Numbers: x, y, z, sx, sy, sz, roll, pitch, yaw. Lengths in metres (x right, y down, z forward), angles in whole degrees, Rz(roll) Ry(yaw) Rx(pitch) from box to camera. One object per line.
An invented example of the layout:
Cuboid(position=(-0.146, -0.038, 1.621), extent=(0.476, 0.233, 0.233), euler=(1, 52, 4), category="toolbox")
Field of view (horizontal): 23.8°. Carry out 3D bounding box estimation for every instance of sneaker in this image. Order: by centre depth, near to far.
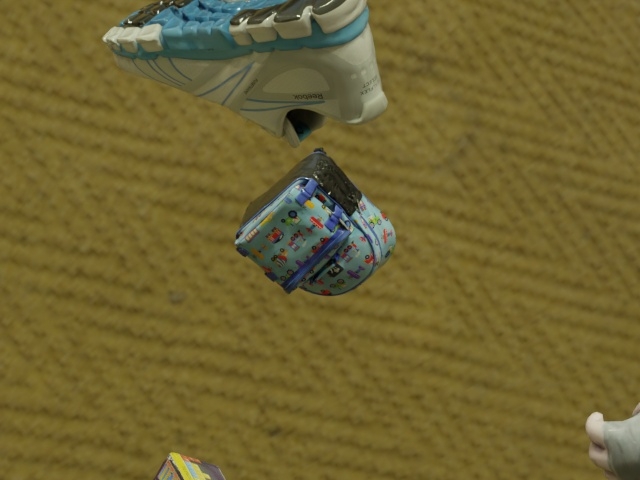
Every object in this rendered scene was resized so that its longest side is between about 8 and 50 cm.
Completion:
Cuboid(position=(-0.039, -0.084, 0.752), extent=(0.071, 0.190, 0.083), euler=(-39, 118, -27), category="sneaker")

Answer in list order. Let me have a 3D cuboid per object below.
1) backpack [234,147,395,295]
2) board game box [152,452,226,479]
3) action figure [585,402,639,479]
Cuboid(position=(0.000, 0.000, 1.890), extent=(0.173, 0.158, 0.117), euler=(44, 30, -14), category="backpack")
Cuboid(position=(-0.095, 0.252, 1.059), extent=(0.048, 0.170, 0.141), euler=(24, 103, -30), category="board game box")
Cuboid(position=(0.235, 0.124, 0.538), extent=(0.370, 0.248, 0.276), euler=(45, 26, -10), category="action figure")
